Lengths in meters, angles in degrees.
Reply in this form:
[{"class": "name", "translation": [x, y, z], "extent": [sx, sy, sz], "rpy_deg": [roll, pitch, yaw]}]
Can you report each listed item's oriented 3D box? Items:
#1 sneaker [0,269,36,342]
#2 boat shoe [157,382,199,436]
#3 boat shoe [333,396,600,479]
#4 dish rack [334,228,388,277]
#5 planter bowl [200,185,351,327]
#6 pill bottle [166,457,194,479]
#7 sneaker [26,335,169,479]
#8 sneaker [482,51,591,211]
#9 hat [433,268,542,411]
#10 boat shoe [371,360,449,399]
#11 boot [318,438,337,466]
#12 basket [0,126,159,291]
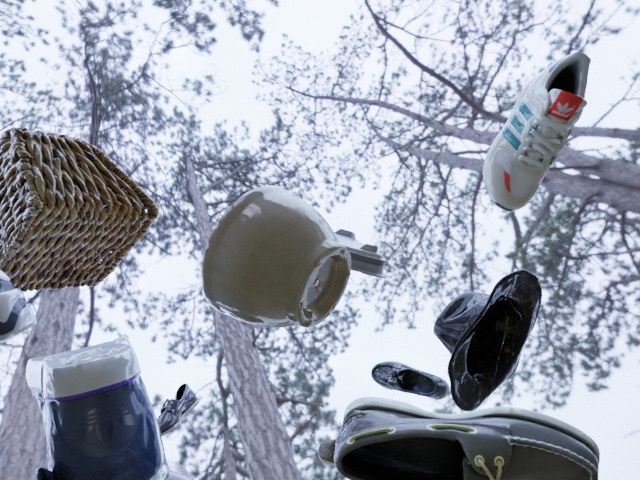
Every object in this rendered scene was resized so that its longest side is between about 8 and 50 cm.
[{"class": "sneaker", "translation": [-0.411, 0.065, 0.409], "extent": [0.235, 0.094, 0.153], "rpy_deg": [-26, -87, -8]}, {"class": "boat shoe", "translation": [-0.369, 0.415, 1.104], "extent": [0.075, 0.206, 0.064], "rpy_deg": [-22, -88, 14]}, {"class": "boat shoe", "translation": [0.167, 0.260, 0.539], "extent": [0.305, 0.091, 0.109], "rpy_deg": [1, -74, 17]}, {"class": "dish rack", "translation": [0.000, 0.000, 1.186], "extent": [0.333, 0.285, 0.072], "rpy_deg": [14, -81, -20]}, {"class": "planter bowl", "translation": [-0.034, 0.031, 0.509], "extent": [0.162, 0.109, 0.162], "rpy_deg": [-37, -41, -41]}, {"class": "pill bottle", "translation": [-0.365, 0.594, 0.966], "extent": [0.229, 0.408, 0.228], "rpy_deg": [7, -111, -19]}, {"class": "sneaker", "translation": [-0.273, 0.251, 0.564], "extent": [0.130, 0.323, 0.236], "rpy_deg": [-11, -93, -32]}, {"class": "sneaker", "translation": [0.210, -0.107, 0.437], "extent": [0.057, 0.075, 0.161], "rpy_deg": [26, -97, 4]}, {"class": "hat", "translation": [0.333, 0.188, 0.969], "extent": [0.331, 0.134, 0.331], "rpy_deg": [-19, -60, -36]}, {"class": "boat shoe", "translation": [0.139, 0.226, 0.744], "extent": [0.040, 0.142, 0.049], "rpy_deg": [32, -113, -45]}, {"class": "boot", "translation": [0.094, 0.632, 1.268], "extent": [0.213, 0.077, 0.165], "rpy_deg": [3, -55, -3]}, {"class": "basket", "translation": [-0.494, -0.056, 0.859], "extent": [0.299, 0.213, 0.223], "rpy_deg": [-40, -23, 31]}]
